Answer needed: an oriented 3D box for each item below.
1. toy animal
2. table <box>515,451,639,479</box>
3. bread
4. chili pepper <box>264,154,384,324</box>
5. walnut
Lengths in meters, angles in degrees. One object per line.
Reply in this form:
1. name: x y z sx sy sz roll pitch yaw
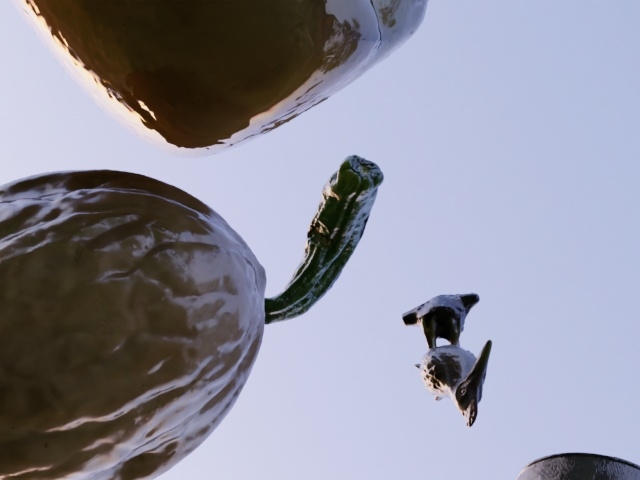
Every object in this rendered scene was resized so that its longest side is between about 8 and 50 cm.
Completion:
1. toy animal: 0.120 0.116 1.366 0.070 0.202 0.105 1 -72 -9
2. table: 0.216 0.222 1.185 0.133 0.043 0.133 12 -38 10
3. bread: -0.117 -0.253 1.085 0.253 0.348 0.376 -29 -77 21
4. chili pepper: 0.001 0.002 1.397 0.050 0.073 0.182 34 -79 16
5. walnut: -0.161 0.062 1.029 0.261 0.225 0.225 -16 -80 -8
